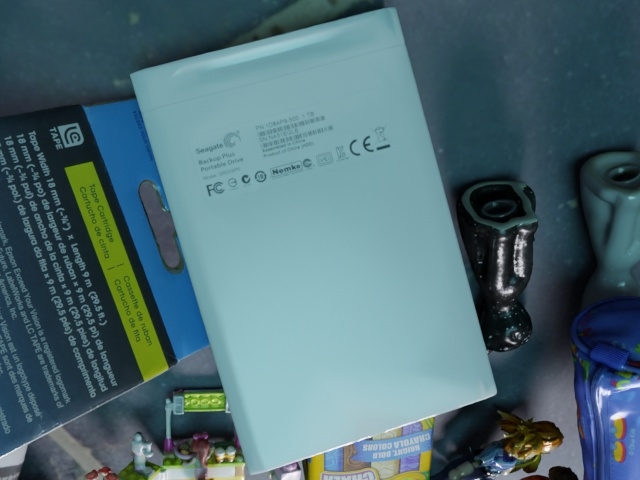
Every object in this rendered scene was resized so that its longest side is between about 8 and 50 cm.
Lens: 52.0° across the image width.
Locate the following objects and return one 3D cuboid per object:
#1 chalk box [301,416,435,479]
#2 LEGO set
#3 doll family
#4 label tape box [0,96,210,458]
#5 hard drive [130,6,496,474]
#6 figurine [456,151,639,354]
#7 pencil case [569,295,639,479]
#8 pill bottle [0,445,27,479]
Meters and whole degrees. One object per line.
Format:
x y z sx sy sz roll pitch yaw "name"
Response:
0.042 0.201 0.719 0.132 0.132 0.212 -3 115 -8 "chalk box"
-0.167 0.237 0.703 0.287 0.132 0.107 -8 114 -30 "LEGO set"
0.199 0.264 0.764 0.163 0.118 0.263 -38 150 28 "doll family"
-0.256 0.033 0.523 0.334 0.106 0.240 -23 97 -44 "label tape box"
0.000 0.000 0.578 0.233 0.047 0.352 -16 94 -7 "hard drive"
0.258 0.027 0.703 0.215 0.092 0.209 -14 126 -3 "figurine"
0.330 0.213 0.697 0.133 0.119 0.306 -29 120 -33 "pencil case"
-0.369 0.229 0.575 0.176 0.176 0.318 19 76 -18 "pill bottle"
